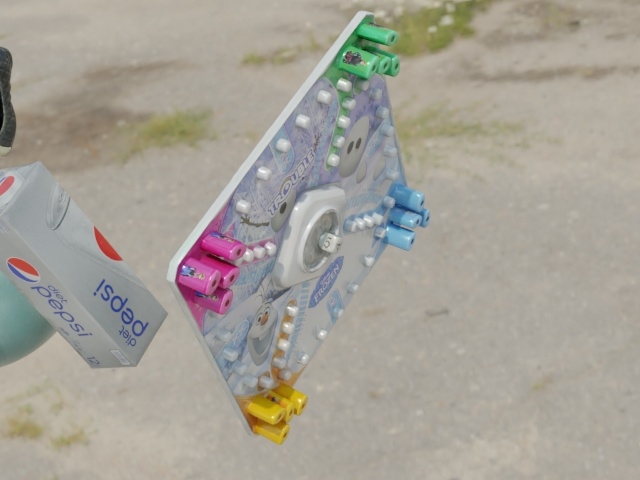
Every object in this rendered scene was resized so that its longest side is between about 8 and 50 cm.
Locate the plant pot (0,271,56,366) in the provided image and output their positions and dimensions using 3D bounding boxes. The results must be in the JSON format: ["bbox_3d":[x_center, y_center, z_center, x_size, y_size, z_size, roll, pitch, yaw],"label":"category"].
[{"bbox_3d":[-0.559,0.099,1.989,0.293,0.293,0.196,1,49,31],"label":"plant pot"}]

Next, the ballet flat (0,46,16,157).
[{"bbox_3d":[-0.487,-0.206,1.835,0.057,0.173,0.049,19,27,33],"label":"ballet flat"}]

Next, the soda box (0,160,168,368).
[{"bbox_3d":[-0.321,0.037,1.560,0.091,0.286,0.098,-7,41,38],"label":"soda box"}]

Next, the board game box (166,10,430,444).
[{"bbox_3d":[0.000,0.000,1.426,0.050,0.390,0.390,24,64,25],"label":"board game box"}]
